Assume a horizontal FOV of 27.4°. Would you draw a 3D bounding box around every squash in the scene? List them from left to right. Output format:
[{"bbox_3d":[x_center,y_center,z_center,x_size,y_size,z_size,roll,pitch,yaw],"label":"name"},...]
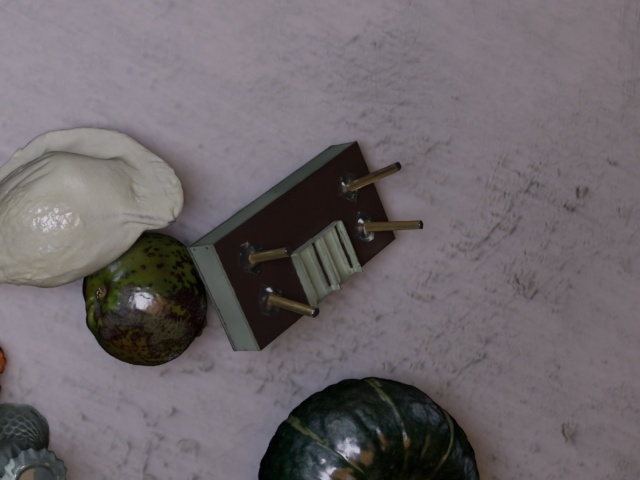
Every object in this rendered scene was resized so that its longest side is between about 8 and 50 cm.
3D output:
[{"bbox_3d":[0.053,0.276,1.421,0.252,0.165,0.252,-3,96,-23],"label":"squash"}]

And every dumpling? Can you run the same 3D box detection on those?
[{"bbox_3d":[-0.258,-0.034,1.259,0.216,0.166,0.126,-34,140,15],"label":"dumpling"}]

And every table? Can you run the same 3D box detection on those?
[{"bbox_3d":[0.000,0.000,1.336,0.240,0.111,0.121,-39,113,-41],"label":"table"}]

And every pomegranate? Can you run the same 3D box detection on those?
[{"bbox_3d":[-0.176,0.069,1.324,0.126,0.138,0.163,-21,147,-15],"label":"pomegranate"}]

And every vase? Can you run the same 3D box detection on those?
[{"bbox_3d":[-0.290,0.215,1.277,0.081,0.149,0.081,-3,99,-22],"label":"vase"}]

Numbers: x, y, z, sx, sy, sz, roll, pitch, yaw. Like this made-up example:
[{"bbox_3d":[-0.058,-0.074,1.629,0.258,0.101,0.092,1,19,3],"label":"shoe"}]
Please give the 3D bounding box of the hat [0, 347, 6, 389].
[{"bbox_3d":[-0.344,0.153,1.240,0.112,0.162,0.093,-20,108,-15],"label":"hat"}]
